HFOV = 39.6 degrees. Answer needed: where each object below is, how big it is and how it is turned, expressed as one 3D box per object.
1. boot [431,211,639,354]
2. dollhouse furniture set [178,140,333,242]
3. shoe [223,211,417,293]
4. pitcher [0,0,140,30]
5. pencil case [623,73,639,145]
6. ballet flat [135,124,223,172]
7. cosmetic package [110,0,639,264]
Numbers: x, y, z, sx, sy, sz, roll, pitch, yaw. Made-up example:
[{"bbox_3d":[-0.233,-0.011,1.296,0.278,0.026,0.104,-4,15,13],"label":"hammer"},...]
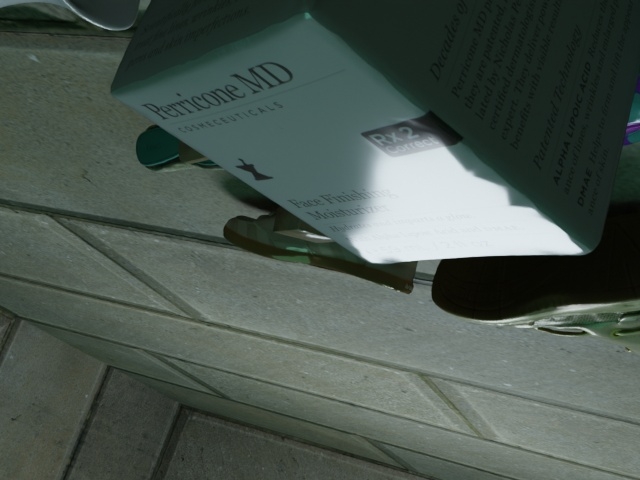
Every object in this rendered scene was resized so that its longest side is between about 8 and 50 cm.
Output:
[{"bbox_3d":[0.243,0.058,0.751,0.203,0.095,0.262,30,155,-32],"label":"boot"},{"bbox_3d":[-0.007,-0.071,0.592,0.151,0.144,0.123,13,172,-30],"label":"dollhouse furniture set"},{"bbox_3d":[0.000,0.000,0.900,0.219,0.058,0.076,15,-178,26],"label":"shoe"},{"bbox_3d":[-0.214,-0.182,0.463,0.207,0.126,0.178,9,170,9],"label":"pitcher"},{"bbox_3d":[0.166,-0.077,0.470,0.064,0.070,0.151,31,158,-30],"label":"pencil case"},{"bbox_3d":[-0.097,-0.087,0.763,0.052,0.057,0.168,-2,-176,-42],"label":"ballet flat"},{"bbox_3d":[0.035,-0.095,0.417,0.183,0.151,0.151,32,157,-33],"label":"cosmetic package"}]
